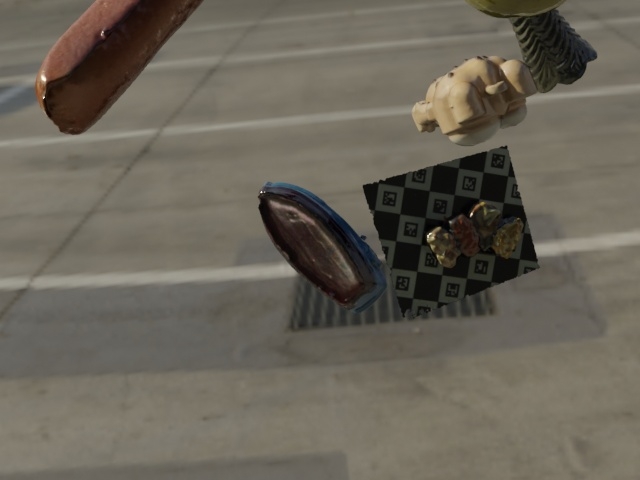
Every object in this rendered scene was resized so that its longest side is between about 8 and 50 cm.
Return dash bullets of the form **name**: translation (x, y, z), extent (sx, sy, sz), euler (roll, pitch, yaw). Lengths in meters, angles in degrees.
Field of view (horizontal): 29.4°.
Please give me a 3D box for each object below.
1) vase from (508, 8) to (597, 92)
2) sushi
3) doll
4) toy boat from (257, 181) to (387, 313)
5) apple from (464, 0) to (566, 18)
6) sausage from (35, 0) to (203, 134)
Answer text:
- **vase**: translation (0.297, -0.338, 1.754), extent (0.115, 0.237, 0.115), euler (-27, 28, 16)
- **sushi**: translation (0.251, -0.016, 2.222), extent (0.290, 0.264, 0.050), euler (-18, 8, -12)
- **doll**: translation (0.219, -0.206, 1.808), extent (0.154, 0.119, 0.278), euler (-22, 5, -4)
- **toy boat**: translation (0.000, 0.000, 1.655), extent (0.100, 0.223, 0.097), euler (-46, -10, 17)
- **apple**: translation (0.232, -0.358, 1.471), extent (0.200, 0.200, 0.200), euler (-5, 16, 2)
- **sausage**: translation (-0.228, -0.267, 1.482), extent (0.102, 0.102, 0.330), euler (15, 61, 52)
